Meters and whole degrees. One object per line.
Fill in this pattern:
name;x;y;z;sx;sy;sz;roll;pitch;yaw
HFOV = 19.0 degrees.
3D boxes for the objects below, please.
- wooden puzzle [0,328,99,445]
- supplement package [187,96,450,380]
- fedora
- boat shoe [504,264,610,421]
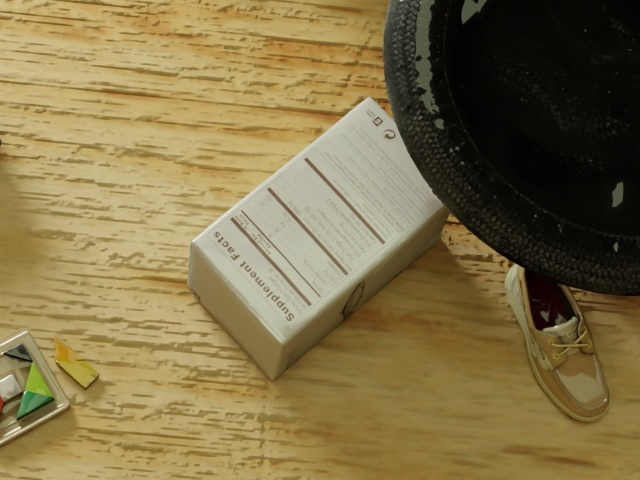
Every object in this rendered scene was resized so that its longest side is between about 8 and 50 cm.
wooden puzzle;-0.229;0.108;1.409;0.116;0.014;0.078;-36;76;-16
supplement package;0.000;0.000;1.420;0.179;0.105;0.105;-40;80;-16
fedora;0.184;-0.111;1.424;0.334;0.152;0.334;2;85;-18
boat shoe;0.179;0.072;1.440;0.050;0.045;0.135;-24;73;-13
